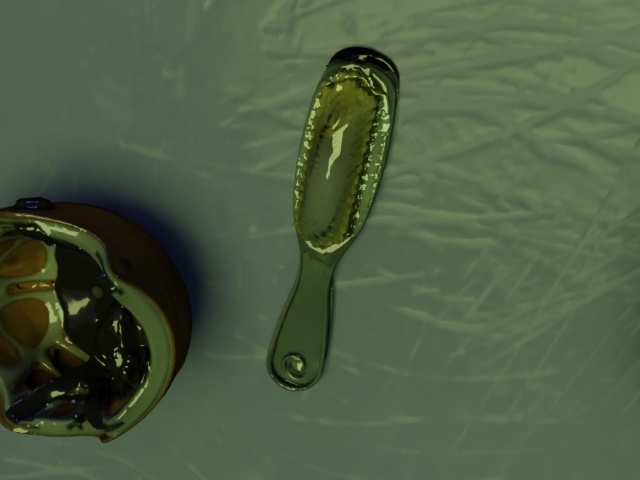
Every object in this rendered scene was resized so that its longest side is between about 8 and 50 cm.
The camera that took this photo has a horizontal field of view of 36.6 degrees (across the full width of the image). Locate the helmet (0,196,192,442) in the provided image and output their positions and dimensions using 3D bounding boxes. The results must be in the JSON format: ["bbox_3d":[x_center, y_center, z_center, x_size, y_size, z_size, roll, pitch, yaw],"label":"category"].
[{"bbox_3d":[-0.198,0.055,0.791,0.224,0.130,0.198,14,110,22],"label":"helmet"}]

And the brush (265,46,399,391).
[{"bbox_3d":[0.000,0.000,0.749,0.068,0.060,0.296,15,113,8],"label":"brush"}]
